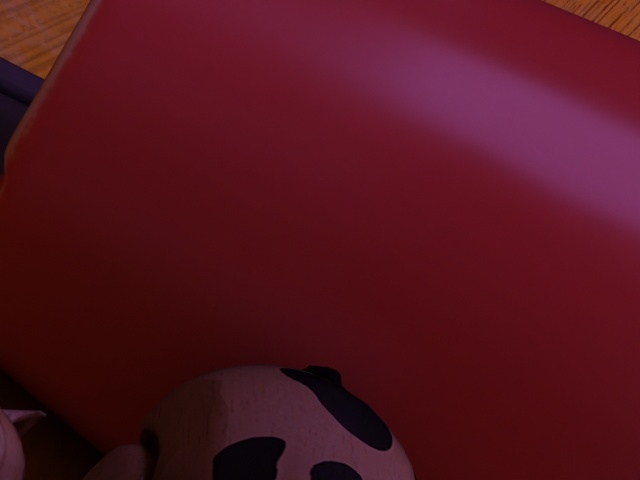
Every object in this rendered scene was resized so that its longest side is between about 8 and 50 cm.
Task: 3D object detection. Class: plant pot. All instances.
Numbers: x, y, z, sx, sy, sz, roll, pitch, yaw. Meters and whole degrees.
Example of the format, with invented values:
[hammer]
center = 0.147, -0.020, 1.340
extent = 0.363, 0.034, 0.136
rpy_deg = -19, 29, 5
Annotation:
[plant pot]
center = 0.000, 0.000, 0.569
extent = 0.243, 0.275, 0.275
rpy_deg = 30, 19, -12

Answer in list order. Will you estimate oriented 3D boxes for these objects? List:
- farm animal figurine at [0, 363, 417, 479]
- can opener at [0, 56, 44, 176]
[farm animal figurine]
center = 0.009, 0.142, 0.342
extent = 0.330, 0.172, 0.326
rpy_deg = 32, 20, -36
[can opener]
center = -0.105, -0.055, 0.707
extent = 0.283, 0.095, 0.076
rpy_deg = 27, 22, -46
